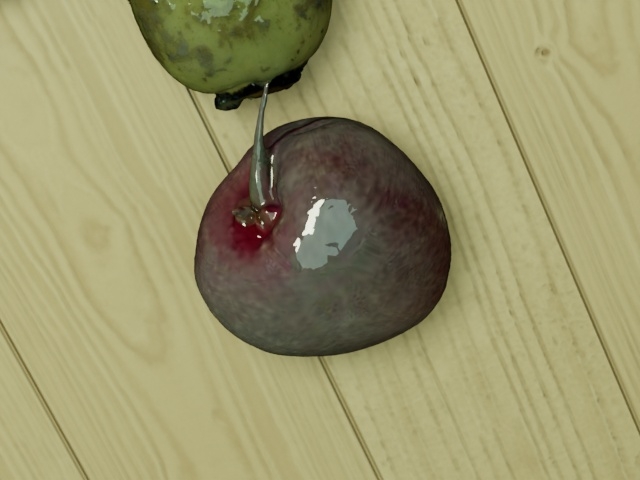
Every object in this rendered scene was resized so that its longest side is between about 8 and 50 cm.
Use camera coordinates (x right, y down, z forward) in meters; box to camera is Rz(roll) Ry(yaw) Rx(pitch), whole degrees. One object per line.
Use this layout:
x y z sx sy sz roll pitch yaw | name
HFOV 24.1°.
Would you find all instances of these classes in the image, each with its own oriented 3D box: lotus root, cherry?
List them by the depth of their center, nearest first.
-0.095 -0.262 1.223 0.173 0.173 0.309 -19 100 -1 | lotus root
0.000 0.000 1.283 0.266 0.184 0.213 34 117 -31 | cherry
